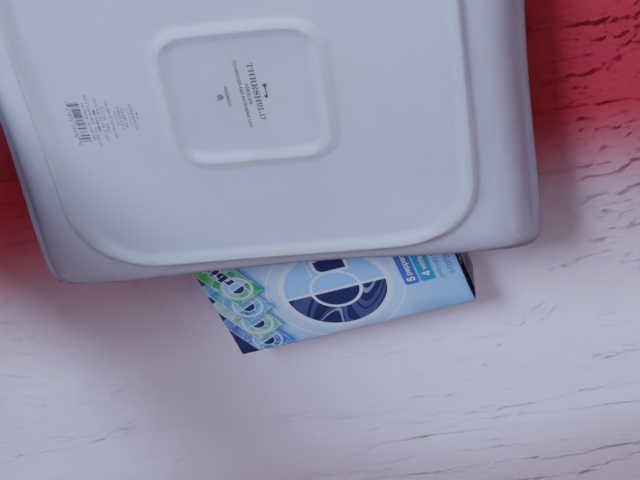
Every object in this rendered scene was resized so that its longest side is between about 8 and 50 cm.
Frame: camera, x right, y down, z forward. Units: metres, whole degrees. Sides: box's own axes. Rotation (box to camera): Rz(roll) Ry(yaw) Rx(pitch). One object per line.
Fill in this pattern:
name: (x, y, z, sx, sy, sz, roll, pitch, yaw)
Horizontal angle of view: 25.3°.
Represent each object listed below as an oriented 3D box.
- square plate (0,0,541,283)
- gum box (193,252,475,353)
square plate: (-0.044, -0.097, 0.863, 0.344, 0.049, 0.347, -5, 132, 6)
gum box: (0.000, 0.000, 1.016, 0.184, 0.041, 0.157, -15, 133, 15)
